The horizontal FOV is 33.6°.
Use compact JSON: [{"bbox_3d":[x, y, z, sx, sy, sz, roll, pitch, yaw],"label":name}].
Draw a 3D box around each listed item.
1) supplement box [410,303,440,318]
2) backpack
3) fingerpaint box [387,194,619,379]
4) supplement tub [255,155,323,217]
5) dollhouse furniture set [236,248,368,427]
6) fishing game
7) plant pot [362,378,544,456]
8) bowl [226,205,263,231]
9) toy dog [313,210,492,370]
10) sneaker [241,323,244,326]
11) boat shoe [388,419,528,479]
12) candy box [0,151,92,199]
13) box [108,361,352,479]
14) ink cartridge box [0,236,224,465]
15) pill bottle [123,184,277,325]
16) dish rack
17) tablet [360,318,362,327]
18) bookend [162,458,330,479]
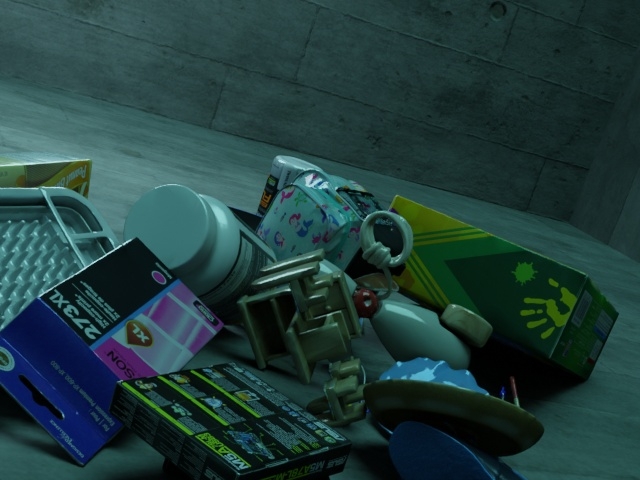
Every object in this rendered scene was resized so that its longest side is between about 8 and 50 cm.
[{"bbox_3d":[0.167,0.166,1.827,0.036,0.098,0.062,11,14,-32],"label":"supplement box"},{"bbox_3d":[0.000,0.000,1.822,0.191,0.225,0.253,17,25,-32],"label":"backpack"},{"bbox_3d":[0.329,0.101,1.981,0.371,0.163,0.445,25,-2,24],"label":"fingerpaint box"},{"bbox_3d":[-0.073,-0.082,2.327,0.117,0.190,0.117,18,12,-4],"label":"supplement tub"},{"bbox_3d":[-0.039,0.134,1.475,0.161,0.212,0.242,-17,9,9],"label":"dollhouse furniture set"},{"bbox_3d":[0.164,0.245,1.532,0.264,0.041,0.189,6,38,-6],"label":"fishing game"},{"bbox_3d":[0.166,0.233,1.358,0.236,0.032,0.236,13,-23,5],"label":"plant pot"},{"bbox_3d":[-0.169,0.011,2.059,0.391,0.077,0.391,18,13,-4],"label":"bowl"},{"bbox_3d":[0.112,0.133,1.686,0.333,0.220,0.161,50,-14,4],"label":"toy dog"},{"bbox_3d":[-0.099,0.103,1.743,0.152,0.084,0.058,26,14,28],"label":"sneaker"},{"bbox_3d":[0.195,0.312,1.299,0.258,0.109,0.089,39,11,12],"label":"boat shoe"},{"bbox_3d":[-0.459,-0.031,1.551,0.087,0.183,0.316,13,10,17],"label":"candy box"},{"bbox_3d":[-0.093,0.197,1.118,0.191,0.045,0.184,28,21,33],"label":"box"},{"bbox_3d":[-0.253,0.118,1.290,0.176,0.069,0.371,46,22,-1],"label":"ink cartridge box"},{"bbox_3d":[-0.178,0.023,1.604,0.162,0.162,0.278,24,-9,23],"label":"pill bottle"},{"bbox_3d":[-0.372,0.058,1.378,0.285,0.072,0.333,55,25,17],"label":"dish rack"},{"bbox_3d":[0.051,0.147,1.954,0.054,0.006,0.083,18,12,-1],"label":"tablet"},{"bbox_3d":[-0.075,0.262,1.129,0.156,0.072,0.157,13,14,-19],"label":"bookend"}]
